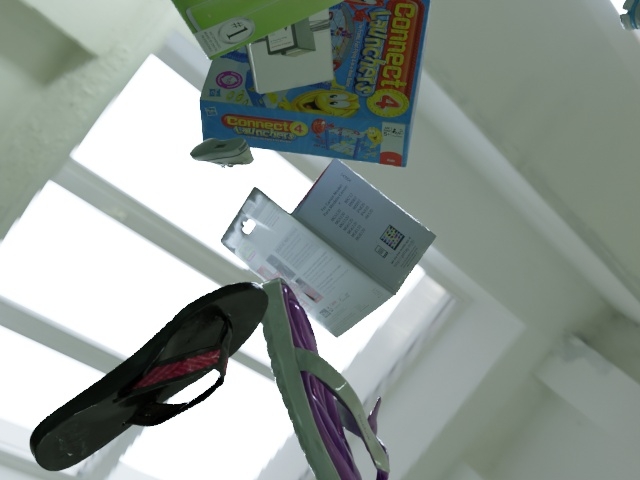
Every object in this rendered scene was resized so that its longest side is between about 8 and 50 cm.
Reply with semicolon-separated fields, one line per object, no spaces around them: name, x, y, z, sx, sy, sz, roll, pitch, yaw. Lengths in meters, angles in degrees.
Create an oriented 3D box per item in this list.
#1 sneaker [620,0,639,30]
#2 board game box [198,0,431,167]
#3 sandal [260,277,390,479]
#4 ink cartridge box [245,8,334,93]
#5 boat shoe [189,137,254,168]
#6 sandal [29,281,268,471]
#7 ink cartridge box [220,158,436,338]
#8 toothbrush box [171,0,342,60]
sneaker;0.523;-0.379;1.657;0.083;0.071;0.191;27;-97;42
board game box;0.000;-0.262;1.700;0.302;0.086;0.308;7;-131;5
sandal;0.021;0.203;1.403;0.102;0.169;0.416;-28;-122;6
ink cartridge box;-0.061;-0.355;1.472;0.114;0.273;0.198;-11;-121;-2
boat shoe;-0.116;-0.100;1.348;0.100;0.035;0.035;-1;-138;44
sandal;-0.100;0.094;0.723;0.179;0.067;0.040;-37;-127;-16
ink cartridge box;0.000;0.000;1.848;0.130;0.272;0.309;-53;-177;-23
toothbrush box;-0.013;-0.298;0.900;0.283;0.206;0.122;-23;-123;5
